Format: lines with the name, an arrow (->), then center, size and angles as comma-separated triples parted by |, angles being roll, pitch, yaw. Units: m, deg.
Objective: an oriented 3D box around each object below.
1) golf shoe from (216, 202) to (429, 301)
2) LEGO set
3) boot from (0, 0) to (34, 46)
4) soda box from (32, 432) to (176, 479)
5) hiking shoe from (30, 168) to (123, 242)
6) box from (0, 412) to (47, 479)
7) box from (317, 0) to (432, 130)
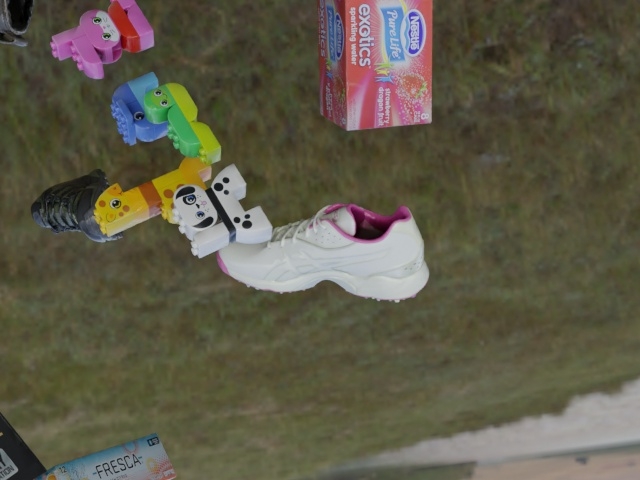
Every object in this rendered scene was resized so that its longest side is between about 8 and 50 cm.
golf shoe -> 0.000, 0.000, 1.572 | 0.306, 0.115, 0.140 | 3, 127, 11
LEGO set -> -0.132, -0.061, 0.815 | 0.093, 0.227, 0.087 | -26, 158, -17
boot -> -0.368, -0.306, 1.100 | 0.229, 0.263, 0.091 | -5, -179, 30
soda box -> -0.251, 0.278, 1.292 | 0.058, 0.063, 0.183 | -33, 167, 26
hiking shoe -> -0.341, -0.035, 1.555 | 0.114, 0.086, 0.227 | -19, -165, -8
box -> -0.548, 0.335, 1.486 | 0.307, 0.242, 0.076 | -34, 165, -33
box -> 0.073, -0.287, 1.512 | 0.128, 0.257, 0.122 | -7, -161, -17
